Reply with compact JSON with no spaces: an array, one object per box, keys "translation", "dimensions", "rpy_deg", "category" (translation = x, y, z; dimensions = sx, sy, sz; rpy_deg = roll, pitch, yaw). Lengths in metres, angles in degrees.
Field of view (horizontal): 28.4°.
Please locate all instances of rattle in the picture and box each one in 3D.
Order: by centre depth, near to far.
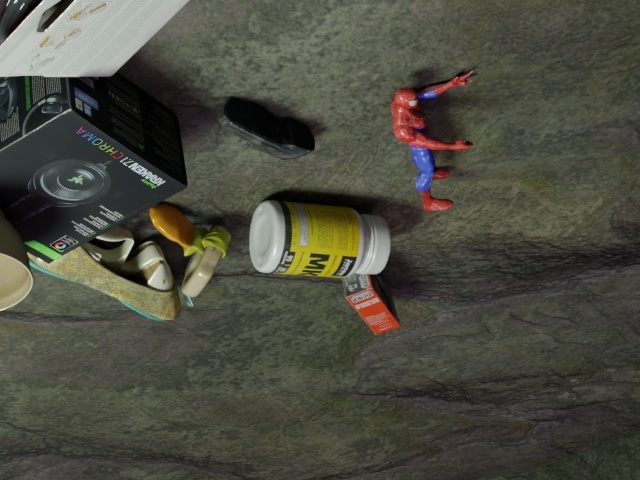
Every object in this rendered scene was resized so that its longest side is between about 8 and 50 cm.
[{"translation":[-0.235,0.029,2.062],"dimensions":[0.143,0.130,0.200],"rpy_deg":[11,166,-18],"category":"rattle"}]

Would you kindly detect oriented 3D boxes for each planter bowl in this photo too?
[{"translation":[-0.466,0.014,1.678],"dimensions":[0.162,0.109,0.162],"rpy_deg":[-8,147,-5],"category":"planter bowl"}]

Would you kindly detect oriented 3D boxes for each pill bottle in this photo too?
[{"translation":[0.000,0.000,2.051],"dimensions":[0.209,0.119,0.119],"rpy_deg":[4,144,-24],"category":"pill bottle"}]

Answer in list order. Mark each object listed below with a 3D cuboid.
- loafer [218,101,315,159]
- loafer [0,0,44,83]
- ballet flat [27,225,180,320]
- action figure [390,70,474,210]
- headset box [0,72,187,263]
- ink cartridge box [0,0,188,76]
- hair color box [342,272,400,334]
[{"translation":[-0.087,-0.151,1.842],"dimensions":[0.170,0.062,0.061],"rpy_deg":[21,140,-39],"category":"loafer"},{"translation":[-0.420,-0.254,1.556],"dimensions":[0.095,0.109,0.302],"rpy_deg":[41,129,-5],"category":"loafer"},{"translation":[-0.318,0.036,2.015],"dimensions":[0.123,0.123,0.348],"rpy_deg":[-30,144,26],"category":"ballet flat"},{"translation":[0.186,-0.153,1.905],"dimensions":[0.139,0.091,0.280],"rpy_deg":[-13,150,13],"category":"action figure"},{"translation":[-0.372,-0.112,1.738],"dimensions":[0.283,0.131,0.246],"rpy_deg":[-26,145,22],"category":"headset box"},{"translation":[-0.258,-0.288,1.482],"dimensions":[0.275,0.060,0.239],"rpy_deg":[-36,165,33],"category":"ink cartridge box"},{"translation":[0.086,0.090,2.244],"dimensions":[0.053,0.093,0.167],"rpy_deg":[-21,147,12],"category":"hair color box"}]
